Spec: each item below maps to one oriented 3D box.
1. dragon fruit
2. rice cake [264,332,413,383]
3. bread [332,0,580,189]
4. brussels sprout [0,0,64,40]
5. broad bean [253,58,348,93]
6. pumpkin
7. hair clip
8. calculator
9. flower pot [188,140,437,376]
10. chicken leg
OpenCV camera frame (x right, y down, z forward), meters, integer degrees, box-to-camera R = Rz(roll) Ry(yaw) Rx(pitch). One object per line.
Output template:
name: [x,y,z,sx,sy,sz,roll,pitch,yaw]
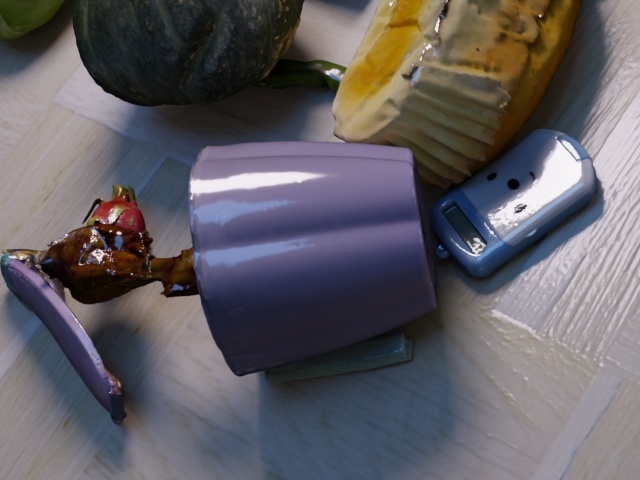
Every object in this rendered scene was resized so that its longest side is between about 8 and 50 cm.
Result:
dragon fruit: [-0.273,-0.020,1.577,0.081,0.086,0.116,-40,25,46]
rice cake: [0.019,0.133,1.358,0.180,0.030,0.042,-11,51,20]
bread: [0.176,-0.242,1.421,0.236,0.183,0.388,5,64,60]
brussels sprout: [-0.505,-0.473,1.893,0.328,0.247,0.328,-16,39,13]
broad bean: [-0.019,-0.221,1.594,0.195,0.046,0.061,21,70,34]
pumpkin: [-0.170,-0.318,1.573,0.328,0.257,0.291,-5,22,36]
hair clip: [-0.331,0.103,1.514,0.358,0.096,0.110,48,119,47]
calculator: [0.220,-0.043,1.358,0.210,0.039,0.121,-35,49,5]
flower pot: [0.000,0.000,1.314,0.243,0.265,0.265,-12,55,9]
chicken leg: [-0.223,0.036,1.411,0.304,0.093,0.113,8,46,46]
